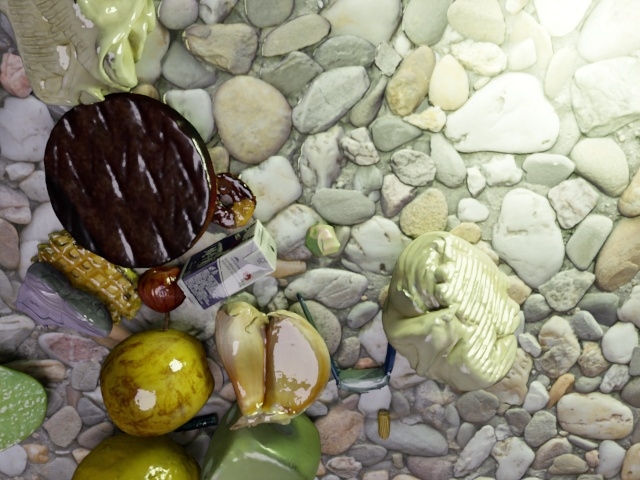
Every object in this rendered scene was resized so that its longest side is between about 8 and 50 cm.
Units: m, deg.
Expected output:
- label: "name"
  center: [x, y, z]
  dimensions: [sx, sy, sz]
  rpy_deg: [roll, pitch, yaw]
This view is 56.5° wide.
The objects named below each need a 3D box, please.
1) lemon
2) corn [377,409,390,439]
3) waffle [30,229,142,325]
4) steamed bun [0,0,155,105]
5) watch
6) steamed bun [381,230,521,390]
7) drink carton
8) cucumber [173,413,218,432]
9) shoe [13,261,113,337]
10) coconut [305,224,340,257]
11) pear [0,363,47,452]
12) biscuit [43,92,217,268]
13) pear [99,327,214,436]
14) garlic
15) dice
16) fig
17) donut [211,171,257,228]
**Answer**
- label: "lemon"
  center: [-0.499, 0.685, 1.593]
  dimensions: [0.388, 0.350, 0.349]
  rpy_deg: [5, 116, 32]
- label: "corn"
  center: [0.180, 0.523, 1.689]
  dimensions: [0.037, 0.037, 0.092]
  rpy_deg: [-2, 112, 0]
- label: "waffle"
  center: [-0.587, 0.101, 1.493]
  dimensions: [0.281, 0.060, 0.262]
  rpy_deg: [6, 115, 1]
- label: "steamed bun"
  center: [-0.447, -0.455, 1.171]
  dimensions: [0.347, 0.237, 0.394]
  rpy_deg: [41, 134, 15]
- label: "watch"
  center: [0.066, 0.271, 1.567]
  dimensions: [0.277, 0.068, 0.274]
  rpy_deg: [3, 113, -1]
- label: "steamed bun"
  center: [0.292, 0.184, 1.420]
  dimensions: [0.352, 0.339, 0.247]
  rpy_deg: [34, 145, -24]
- label: "drink carton"
  center: [-0.219, 0.059, 1.440]
  dimensions: [0.222, 0.134, 0.101]
  rpy_deg: [-28, 109, 10]
- label: "cucumber"
  center: [-0.357, 0.520, 1.685]
  dimensions: [0.133, 0.032, 0.032]
  rpy_deg: [-14, 112, 6]
- label: "shoe"
  center: [-0.629, 0.173, 1.449]
  dimensions: [0.245, 0.095, 0.137]
  rpy_deg: [40, 113, -7]
- label: "coconut"
  center: [0.000, 0.000, 1.450]
  dimensions: [0.081, 0.082, 0.083]
  rpy_deg: [-13, 157, -22]
- label: "pear"
  center: [-0.855, 0.418, 1.590]
  dimensions: [0.240, 0.139, 0.287]
  rpy_deg: [-5, 109, -15]
- label: "biscuit"
  center: [-0.429, -0.135, 1.359]
  dimensions: [0.408, 0.091, 0.406]
  rpy_deg: [4, 108, 11]
- label: "pear"
  center: [-0.405, 0.346, 1.485]
  dimensions: [0.281, 0.280, 0.280]
  rpy_deg: [0, 112, -1]
- label: "garlic"
  center: [-0.137, 0.299, 1.491]
  dimensions: [0.286, 0.249, 0.312]
  rpy_deg: [-9, 88, 32]
- label: "dice"
  center: [-0.160, 0.584, 1.595]
  dimensions: [0.252, 0.254, 0.249]
  rpy_deg: [29, 106, -10]
- label: "fig"
  center: [-0.378, 0.128, 1.466]
  dimensions: [0.128, 0.128, 0.150]
  rpy_deg: [-38, 88, 14]
- label: "donut"
  center: [-0.220, -0.098, 1.415]
  dimensions: [0.141, 0.059, 0.140]
  rpy_deg: [0, 113, -1]
